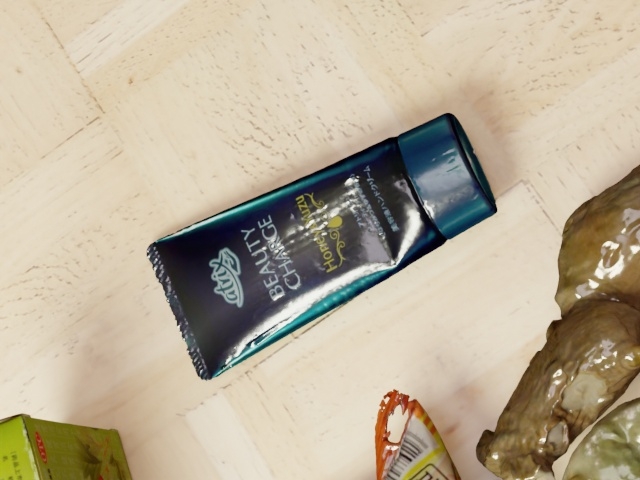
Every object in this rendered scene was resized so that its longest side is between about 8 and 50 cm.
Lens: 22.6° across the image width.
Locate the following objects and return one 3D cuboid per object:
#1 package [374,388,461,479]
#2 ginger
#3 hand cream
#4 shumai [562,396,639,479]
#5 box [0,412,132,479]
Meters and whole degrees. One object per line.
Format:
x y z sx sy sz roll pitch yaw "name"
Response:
0.073 0.279 1.124 0.223 0.108 0.288 -45 75 5 "package"
0.200 0.047 1.139 0.084 0.122 0.290 32 85 -14 "ginger"
0.000 0.000 1.228 0.270 0.061 0.120 -27 79 16 "hand cream"
0.257 0.198 1.082 0.201 0.120 0.201 -2 82 12 "shumai"
-0.169 0.261 1.154 0.062 0.175 0.260 -21 75 12 "box"
